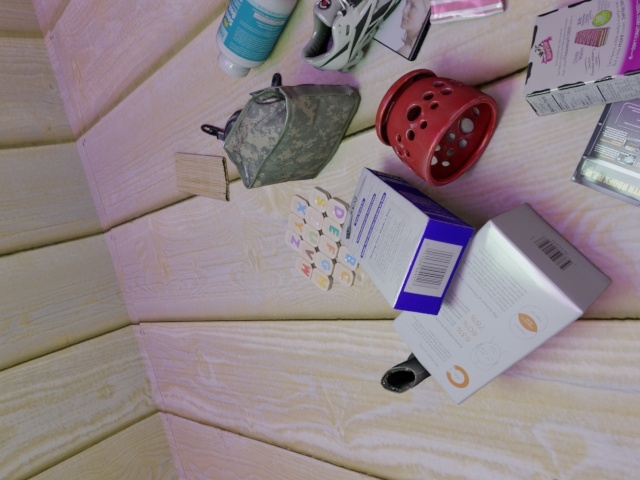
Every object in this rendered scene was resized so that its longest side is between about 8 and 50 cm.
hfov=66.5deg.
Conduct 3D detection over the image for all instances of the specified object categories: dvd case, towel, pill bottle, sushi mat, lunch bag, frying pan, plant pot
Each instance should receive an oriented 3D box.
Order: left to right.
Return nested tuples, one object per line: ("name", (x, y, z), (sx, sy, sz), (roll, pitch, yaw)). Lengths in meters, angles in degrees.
("sushi mat", (-0.425, -0.228, 1.726), (0.317, 0.019, 0.151), (14, 113, 42))
("frying pan", (-0.276, -0.342, 1.516), (0.326, 0.053, 0.197), (43, 130, 23))
("pill bottle", (-0.179, -0.553, 1.262), (0.146, 0.146, 0.264), (57, 135, 15))
("lunch bag", (-0.066, -0.276, 1.182), (0.287, 0.235, 0.168), (-46, 68, 44))
("dvd case", (0.175, -0.528, 1.003), (0.180, 0.022, 0.253), (43, 131, 26))
("plant pot", (0.215, -0.229, 0.950), (0.174, 0.191, 0.191), (45, 132, 29))
("towel", (0.260, -0.509, 0.893), (0.144, 0.029, 0.196), (6, 114, 37))

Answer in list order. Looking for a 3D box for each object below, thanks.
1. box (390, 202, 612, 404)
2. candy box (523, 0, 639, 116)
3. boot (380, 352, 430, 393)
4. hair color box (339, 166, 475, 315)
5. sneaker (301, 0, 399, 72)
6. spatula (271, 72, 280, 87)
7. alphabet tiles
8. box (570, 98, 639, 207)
("box", (0.338, 0.129, 0.967), (0.215, 0.168, 0.345), (51, 133, 20))
("candy box", (0.441, -0.290, 0.731), (0.234, 0.071, 0.159), (1, 71, 45))
("boot", (0.214, 0.300, 1.124), (0.076, 0.209, 0.189), (56, 136, 13))
("hair color box", (0.158, -0.013, 1.009), (0.339, 0.110, 0.185), (-124, 49, -61))
("sneaker", (0.066, -0.493, 1.007), (0.122, 0.146, 0.330), (50, 132, 22))
("spatula", (-0.127, -0.318, 1.380), (0.084, 0.030, 0.296), (20, 117, 39))
("alphabet tiles", (0.000, 0.000, 1.373), (0.278, 0.021, 0.284), (34, 126, 32))
("box", (0.540, -0.133, 0.747), (0.231, 0.056, 0.182), (33, 126, 34))
